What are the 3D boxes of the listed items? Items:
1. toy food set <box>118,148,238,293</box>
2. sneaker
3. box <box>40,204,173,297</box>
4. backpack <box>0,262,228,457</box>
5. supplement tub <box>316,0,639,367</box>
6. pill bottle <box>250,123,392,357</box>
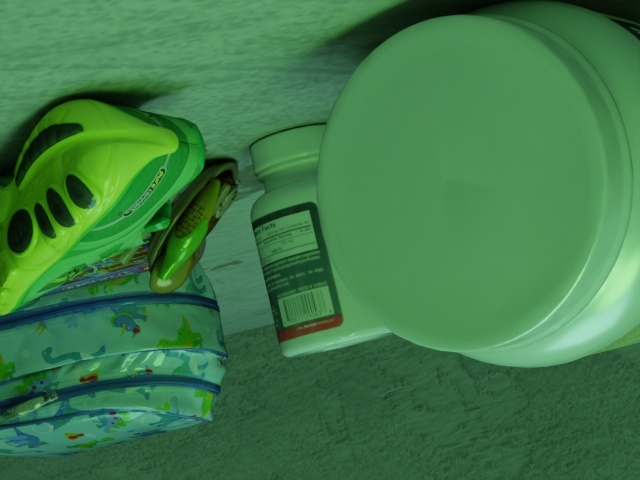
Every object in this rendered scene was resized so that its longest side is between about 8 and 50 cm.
[{"bbox_3d":[-0.106,-0.009,1.090,0.132,0.038,0.192,-54,172,-1],"label":"toy food set"},{"bbox_3d":[-0.174,-0.015,0.902,0.123,0.109,0.295,-4,168,-34],"label":"sneaker"},{"bbox_3d":[-0.281,0.016,1.152,0.293,0.057,0.201,-14,172,2],"label":"box"},{"bbox_3d":[-0.278,0.124,1.368,0.355,0.273,0.290,-27,159,2],"label":"backpack"},{"bbox_3d":[0.173,-0.038,0.857,0.235,0.235,0.325,-19,171,36],"label":"supplement tub"},{"bbox_3d":[0.000,0.000,1.047,0.108,0.180,0.108,-13,173,-2],"label":"pill bottle"}]
